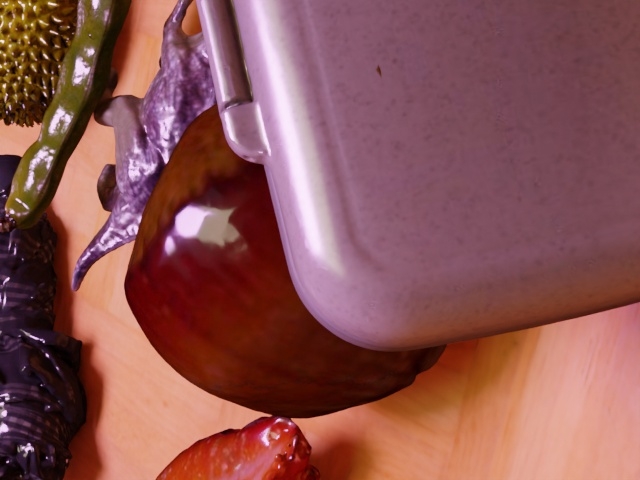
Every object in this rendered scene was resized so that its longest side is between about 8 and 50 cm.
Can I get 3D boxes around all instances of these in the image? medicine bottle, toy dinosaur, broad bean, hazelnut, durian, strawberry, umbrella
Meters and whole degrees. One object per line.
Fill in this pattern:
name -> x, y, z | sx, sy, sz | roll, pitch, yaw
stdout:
medicine bottle -> 0.075, -0.137, 0.730 | 0.123, 0.282, 0.375 | 106, 152, -78
toy dinosaur -> -0.128, -0.097, 1.114 | 0.294, 0.077, 0.162 | -60, 38, 24
broad bean -> -0.208, -0.119, 1.122 | 0.052, 0.053, 0.256 | 36, 110, 27
hazelnut -> 0.000, 0.000, 0.861 | 0.251, 0.217, 0.217 | -46, 48, 6
durian -> -0.272, -0.187, 1.246 | 0.198, 0.146, 0.159 | -25, 69, 50
strawberry -> -0.066, 0.214, 0.990 | 0.228, 0.098, 0.174 | -59, 28, 11
umbrella -> -0.287, 0.069, 1.252 | 0.154, 0.128, 0.336 | -19, 68, 50
